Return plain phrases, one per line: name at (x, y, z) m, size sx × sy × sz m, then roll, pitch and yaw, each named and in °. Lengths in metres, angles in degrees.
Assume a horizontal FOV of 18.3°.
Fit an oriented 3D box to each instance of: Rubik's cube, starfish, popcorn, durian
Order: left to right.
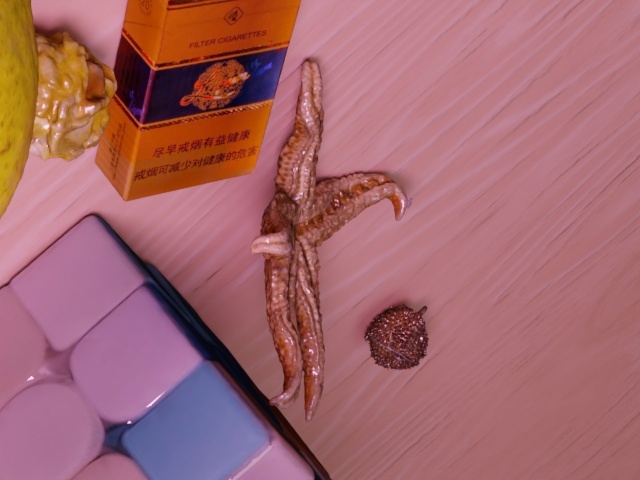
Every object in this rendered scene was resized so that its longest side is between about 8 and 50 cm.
popcorn at (-0.230, -0.123, 1.726) m, size 0.116 × 0.106 × 0.121 m, roll -14°, pitch 139°, yaw -19°
Rubik's cube at (-0.200, 0.252, 1.958) m, size 0.347 × 0.346 × 0.344 m, roll -38°, pitch 146°, yaw -2°
starfish at (-0.009, -0.003, 2.021) m, size 0.327 × 0.094 × 0.375 m, roll -48°, pitch 141°, yaw -52°
durian at (0.095, 0.112, 2.323) m, size 0.091 × 0.080 × 0.080 m, roll -45°, pitch 145°, yaw 2°

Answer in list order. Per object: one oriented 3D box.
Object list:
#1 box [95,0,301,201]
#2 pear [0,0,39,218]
box at (-0.112, -0.157, 1.835) m, size 0.152 × 0.070 × 0.237 m, roll -14°, pitch 136°, yaw -33°
pear at (-0.367, -0.123, 1.394) m, size 0.391 × 0.391 × 0.391 m, roll -25°, pitch 143°, yaw -21°
